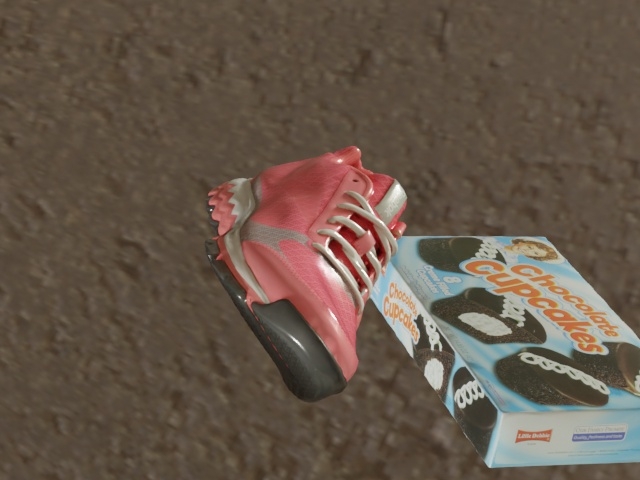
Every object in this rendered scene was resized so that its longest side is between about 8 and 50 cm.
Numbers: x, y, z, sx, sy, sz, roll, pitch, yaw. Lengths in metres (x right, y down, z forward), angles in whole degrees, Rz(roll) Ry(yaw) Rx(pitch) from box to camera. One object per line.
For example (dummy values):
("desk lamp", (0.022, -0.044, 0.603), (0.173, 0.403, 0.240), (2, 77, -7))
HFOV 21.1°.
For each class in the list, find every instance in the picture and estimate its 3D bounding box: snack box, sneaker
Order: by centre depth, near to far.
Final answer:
("sneaker", (0.000, -0.001, 1.207), (0.136, 0.314, 0.116), (-30, 111, 4))
("snack box", (0.178, 0.090, 1.533), (0.187, 0.322, 0.060), (0, 116, -20))
